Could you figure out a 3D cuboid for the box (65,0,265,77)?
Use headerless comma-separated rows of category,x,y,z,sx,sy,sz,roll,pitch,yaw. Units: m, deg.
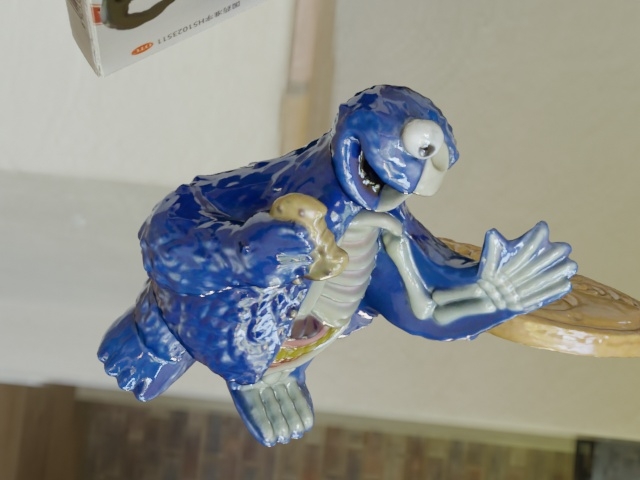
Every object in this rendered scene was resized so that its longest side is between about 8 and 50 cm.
box,-0.049,-0.285,1.270,0.069,0.353,0.214,57,-16,22

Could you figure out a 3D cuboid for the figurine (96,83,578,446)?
figurine,-0.009,0.001,0.762,0.262,0.164,0.121,-34,-135,42

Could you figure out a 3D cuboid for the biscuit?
biscuit,0.184,0.047,1.456,0.202,0.288,0.044,-5,113,-47
